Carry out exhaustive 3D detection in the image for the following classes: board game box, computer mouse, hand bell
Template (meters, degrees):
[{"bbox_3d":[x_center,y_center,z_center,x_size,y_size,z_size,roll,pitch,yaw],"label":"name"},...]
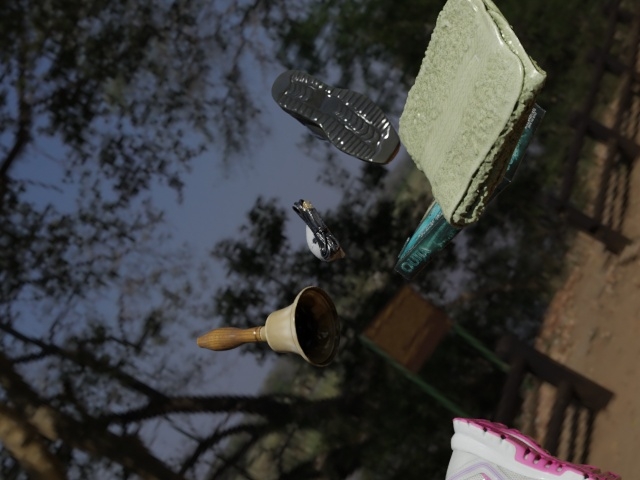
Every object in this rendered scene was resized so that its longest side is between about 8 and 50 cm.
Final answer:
[{"bbox_3d":[0.150,-0.050,1.160,0.186,0.026,0.126,-50,5,46],"label":"board game box"},{"bbox_3d":[0.000,0.000,1.785,0.042,0.106,0.193,-36,-14,-1],"label":"computer mouse"},{"bbox_3d":[-0.102,0.154,1.838,0.242,0.126,0.126,-12,30,33],"label":"hand bell"}]

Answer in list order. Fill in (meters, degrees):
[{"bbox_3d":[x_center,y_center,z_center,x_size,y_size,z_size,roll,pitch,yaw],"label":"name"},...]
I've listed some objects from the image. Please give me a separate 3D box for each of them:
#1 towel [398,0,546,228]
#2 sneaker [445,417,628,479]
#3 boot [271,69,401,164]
[{"bbox_3d":[0.096,-0.091,0.767,0.027,0.110,0.148,-8,-39,-25],"label":"towel"},{"bbox_3d":[0.228,0.267,1.113,0.103,0.252,0.111,17,-86,-56],"label":"sneaker"},{"bbox_3d":[0.039,-0.148,1.521,0.077,0.198,0.137,-50,-26,-2],"label":"boot"}]
